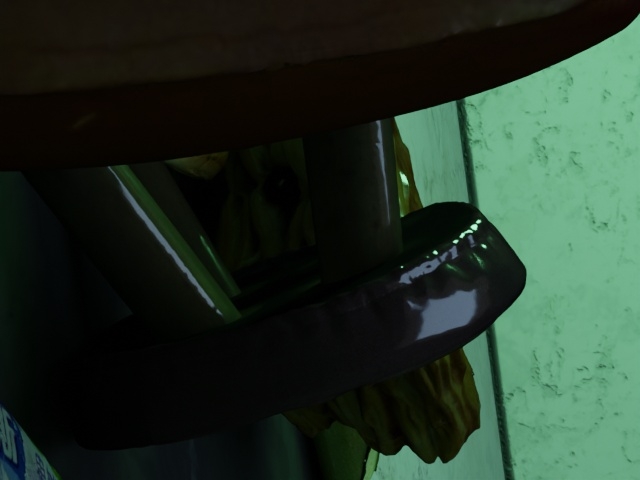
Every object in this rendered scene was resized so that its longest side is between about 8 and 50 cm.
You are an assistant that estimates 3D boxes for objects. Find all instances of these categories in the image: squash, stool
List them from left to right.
[{"bbox_3d":[-0.035,-0.006,1.108,0.272,0.272,0.178,-42,113,-77],"label":"stool"},{"bbox_3d":[0.022,0.138,1.733,0.090,0.075,0.200,-38,121,-47],"label":"squash"}]

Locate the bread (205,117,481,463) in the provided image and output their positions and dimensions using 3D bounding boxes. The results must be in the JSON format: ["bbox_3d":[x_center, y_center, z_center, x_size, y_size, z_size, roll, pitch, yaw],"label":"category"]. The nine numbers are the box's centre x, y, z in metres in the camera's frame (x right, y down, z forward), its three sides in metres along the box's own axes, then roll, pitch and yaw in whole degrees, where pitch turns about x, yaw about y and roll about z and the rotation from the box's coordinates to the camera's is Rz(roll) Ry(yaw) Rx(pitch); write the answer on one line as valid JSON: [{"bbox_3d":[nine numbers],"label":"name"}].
[{"bbox_3d":[0.000,0.000,1.489,0.277,0.167,0.324,67,7,-55],"label":"bread"}]

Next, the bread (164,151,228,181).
[{"bbox_3d":[-0.093,-0.082,1.375,0.106,0.053,0.072,21,58,-71],"label":"bread"}]

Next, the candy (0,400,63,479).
[{"bbox_3d":[-0.170,0.087,0.831,0.312,0.061,0.088,65,17,-56],"label":"candy"}]

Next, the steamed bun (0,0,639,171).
[{"bbox_3d":[-0.058,-0.156,0.884,0.248,0.379,0.235,-178,-103,-73],"label":"steamed bun"}]
